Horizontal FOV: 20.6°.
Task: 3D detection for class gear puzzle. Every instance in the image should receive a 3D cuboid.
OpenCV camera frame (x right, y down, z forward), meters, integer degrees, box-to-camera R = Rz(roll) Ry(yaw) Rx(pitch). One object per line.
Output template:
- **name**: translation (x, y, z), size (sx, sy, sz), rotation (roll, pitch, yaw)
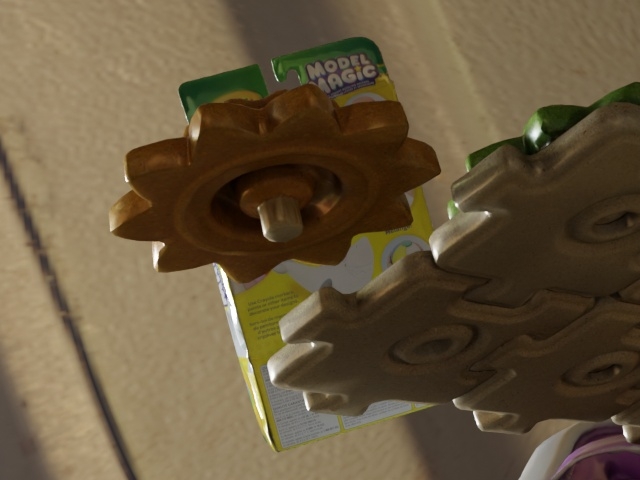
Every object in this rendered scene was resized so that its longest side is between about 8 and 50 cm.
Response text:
- **gear puzzle**: translation (0.076, 0.002, 0.551), size (0.175, 0.339, 0.044), rotation (-39, -126, 40)

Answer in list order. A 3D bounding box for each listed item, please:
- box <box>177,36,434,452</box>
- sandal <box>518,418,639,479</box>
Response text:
- **box**: translation (0.000, 0.000, 0.841), size (0.105, 0.043, 0.179), rotation (-15, -86, -9)
- **sandal**: translation (0.141, 0.135, 0.671), size (0.102, 0.416, 0.169), rotation (-42, -104, 22)
